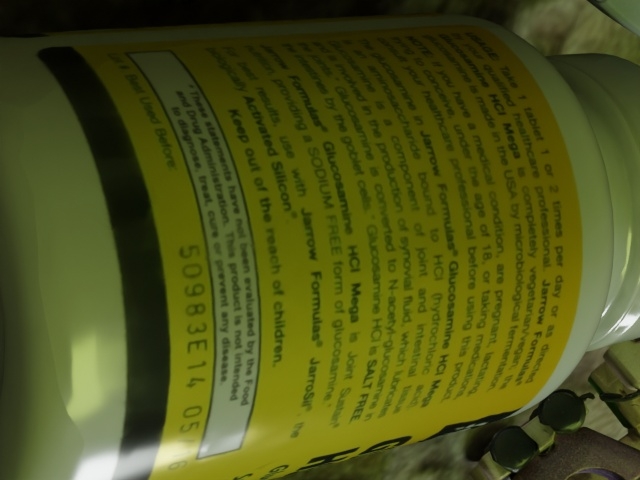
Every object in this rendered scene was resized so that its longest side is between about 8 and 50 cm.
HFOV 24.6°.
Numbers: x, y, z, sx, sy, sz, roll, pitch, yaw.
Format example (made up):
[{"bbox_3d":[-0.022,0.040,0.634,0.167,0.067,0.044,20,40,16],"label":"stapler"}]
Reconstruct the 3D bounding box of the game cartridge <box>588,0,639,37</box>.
[{"bbox_3d":[0.227,-0.184,0.743,0.297,0.062,0.198,11,123,-44],"label":"game cartridge"}]

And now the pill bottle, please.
[{"bbox_3d":[0.000,0.000,0.628,0.334,0.188,0.188,-8,131,-32],"label":"pill bottle"}]

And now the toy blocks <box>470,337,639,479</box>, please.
[{"bbox_3d":[0.267,0.155,0.844,0.288,0.260,0.309,-36,168,-4],"label":"toy blocks"}]
